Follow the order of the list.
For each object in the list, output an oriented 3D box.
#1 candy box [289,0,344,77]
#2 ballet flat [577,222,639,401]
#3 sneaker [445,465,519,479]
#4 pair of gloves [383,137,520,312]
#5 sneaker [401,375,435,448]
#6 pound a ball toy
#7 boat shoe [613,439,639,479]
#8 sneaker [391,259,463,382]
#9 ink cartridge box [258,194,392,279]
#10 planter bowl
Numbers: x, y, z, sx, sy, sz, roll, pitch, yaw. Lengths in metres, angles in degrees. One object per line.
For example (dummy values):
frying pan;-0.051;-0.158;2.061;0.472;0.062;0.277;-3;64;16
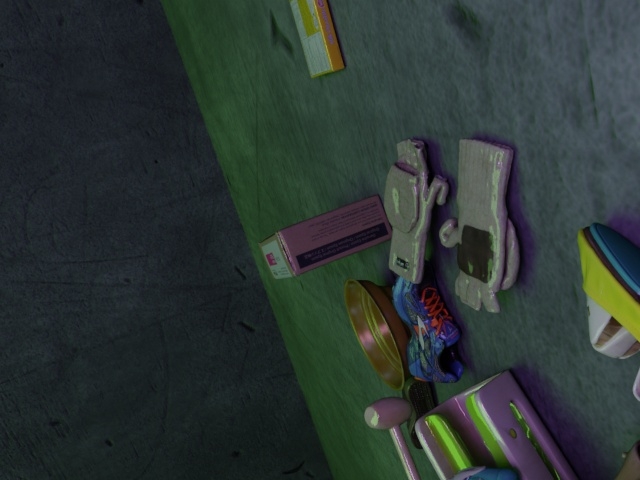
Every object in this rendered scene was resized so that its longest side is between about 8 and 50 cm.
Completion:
candy box;-0.017;-0.371;0.826;0.105;0.027;0.205;-147;38;-68
ballet flat;0.243;0.072;0.371;0.077;0.077;0.231;-63;23;25
sneaker;0.226;0.380;0.547;0.110;0.107;0.275;-37;71;33
pair of gloves;0.160;-0.028;0.654;0.240;0.042;0.204;-157;59;-63
sneaker;0.200;0.332;1.038;0.071;0.066;0.188;-106;7;-65
pound a ball toy;0.230;0.321;0.696;0.208;0.136;0.319;-46;65;39
boat shoe;0.315;0.230;0.433;0.341;0.122;0.110;92;-173;-57
sneaker;0.178;0.127;0.801;0.087;0.083;0.221;9;122;50
ink cartridge box;0.000;0.000;0.969;0.088;0.193;0.235;68;165;-1
planter bowl;0.130;0.153;0.935;0.217;0.091;0.217;59;162;32
